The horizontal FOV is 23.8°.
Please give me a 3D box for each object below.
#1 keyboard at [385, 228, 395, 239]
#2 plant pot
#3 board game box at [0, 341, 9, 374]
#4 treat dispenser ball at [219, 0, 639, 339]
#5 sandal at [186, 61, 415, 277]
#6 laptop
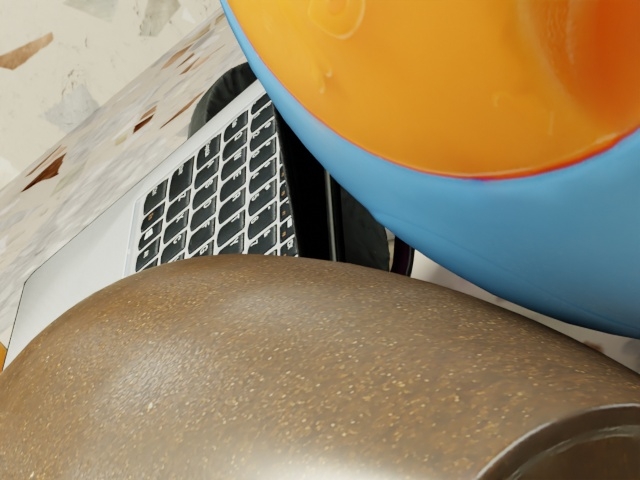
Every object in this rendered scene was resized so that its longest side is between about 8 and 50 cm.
[{"bbox_3d":[0.115,-0.031,1.051,0.072,0.014,0.256,-52,20,-23],"label":"keyboard"},{"bbox_3d":[0.019,0.099,0.411,0.215,0.215,0.230,-45,11,-21],"label":"plant pot"},{"bbox_3d":[-0.406,0.193,0.943,0.356,0.356,0.356,-19,26,47],"label":"board game box"},{"bbox_3d":[0.106,-0.116,0.399,0.288,0.288,0.288,-35,17,12],"label":"treat dispenser ball"},{"bbox_3d":[0.002,0.002,0.944,0.107,0.167,0.446,-41,24,23],"label":"sandal"},{"bbox_3d":[-0.107,-0.056,0.719,0.408,0.236,0.382,-38,25,20],"label":"laptop"}]
